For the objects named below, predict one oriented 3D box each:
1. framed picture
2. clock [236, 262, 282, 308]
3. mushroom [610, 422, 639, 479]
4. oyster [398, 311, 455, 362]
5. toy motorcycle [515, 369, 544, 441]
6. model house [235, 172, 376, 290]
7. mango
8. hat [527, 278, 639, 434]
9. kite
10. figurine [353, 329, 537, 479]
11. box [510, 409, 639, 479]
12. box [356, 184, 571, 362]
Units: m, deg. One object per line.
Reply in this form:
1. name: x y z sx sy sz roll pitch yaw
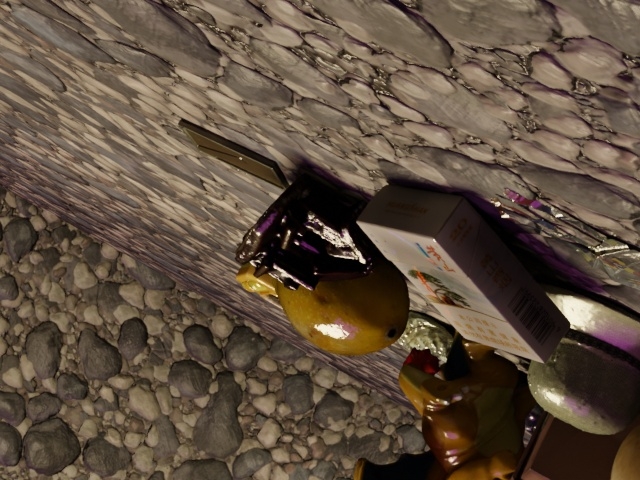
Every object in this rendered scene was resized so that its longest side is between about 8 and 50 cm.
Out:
1. framed picture: -0.115 -0.112 1.792 0.149 0.011 0.109 26 169 15
2. clock: -0.035 0.079 2.290 0.202 0.096 0.143 30 167 -11
3. mushroom: 0.479 0.335 1.553 0.292 0.290 0.292 0 175 0
4. oyster: 0.184 0.169 2.242 0.125 0.064 0.177 25 172 -2
5. toy motorcycle: 0.437 0.321 2.126 0.358 0.125 0.212 37 169 -10
6. model house: -0.005 0.006 1.726 0.164 0.141 0.203 39 167 -1
7. mango: 0.014 0.084 1.991 0.176 0.176 0.329 -12 -178 -23
8. hat: 0.330 0.163 1.620 0.257 0.130 0.257 28 170 6
9. kite: 0.283 0.012 1.329 0.245 0.015 0.141 28 168 -2
10. figurine: 0.252 0.326 1.983 0.268 0.401 0.387 -13 112 26
11. box: 0.397 0.285 1.793 0.215 0.215 0.086 28 155 6
12. box: 0.165 0.037 1.525 0.233 0.067 0.149 46 160 -29
